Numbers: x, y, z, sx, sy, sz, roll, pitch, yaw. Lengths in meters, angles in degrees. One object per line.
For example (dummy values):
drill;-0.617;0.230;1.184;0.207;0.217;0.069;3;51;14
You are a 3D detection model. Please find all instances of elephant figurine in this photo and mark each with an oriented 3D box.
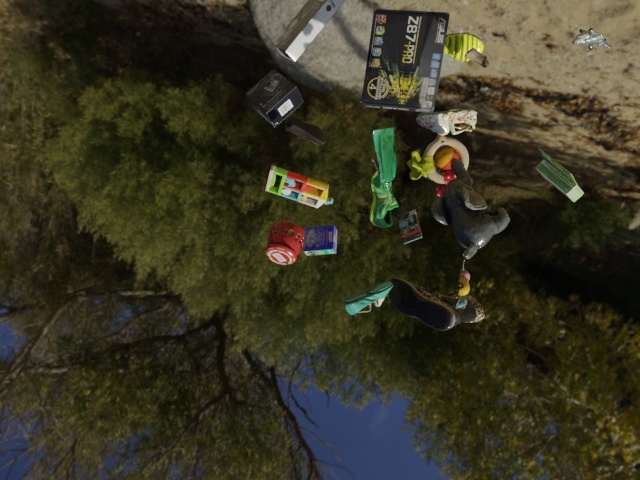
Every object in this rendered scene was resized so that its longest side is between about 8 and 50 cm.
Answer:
elephant figurine;0.407;-0.101;1.243;0.239;0.169;0.186;52;-167;-1

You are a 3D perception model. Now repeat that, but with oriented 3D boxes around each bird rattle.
bird rattle;0.441;-0.261;1.534;0.253;0.207;0.143;33;-169;5

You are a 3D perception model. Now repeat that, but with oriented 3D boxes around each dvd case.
dvd case;0.359;-0.055;1.732;0.087;0.119;0.013;-25;160;39

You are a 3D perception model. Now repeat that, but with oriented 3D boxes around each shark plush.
shark plush;1.112;-0.815;1.762;0.161;0.067;0.073;8;-158;-21

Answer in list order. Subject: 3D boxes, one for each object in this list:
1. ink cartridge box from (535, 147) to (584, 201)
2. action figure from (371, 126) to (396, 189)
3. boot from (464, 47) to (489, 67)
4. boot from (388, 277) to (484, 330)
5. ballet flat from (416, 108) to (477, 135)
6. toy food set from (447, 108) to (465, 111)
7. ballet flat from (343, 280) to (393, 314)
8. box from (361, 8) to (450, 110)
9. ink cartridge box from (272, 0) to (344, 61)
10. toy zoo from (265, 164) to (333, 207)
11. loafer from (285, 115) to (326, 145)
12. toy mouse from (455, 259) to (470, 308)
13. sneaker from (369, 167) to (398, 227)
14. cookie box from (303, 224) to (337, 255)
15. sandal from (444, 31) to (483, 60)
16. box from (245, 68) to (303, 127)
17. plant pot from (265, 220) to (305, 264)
ink cartridge box;0.894;-0.246;1.630;0.235;0.056;0.171;16;-147;-47
action figure;0.242;-0.305;1.626;0.137;0.232;0.063;-19;-161;-37
boot;0.624;-0.716;1.696;0.087;0.042;0.118;48;-133;9
boot;0.509;0.272;1.908;0.284;0.138;0.377;2;-166;-36
ballet flat;0.419;-0.382;1.396;0.241;0.077;0.091;-12;-177;-24
toy food set;0.500;-0.456;1.554;0.083;0.020;0.082;12;-177;26
ballet flat;0.216;0.260;1.883;0.247;0.087;0.083;-21;-169;-19
box;0.358;-0.763;1.841;0.318;0.395;0.097;10;-172;11
ink cartridge box;-0.035;-0.834;1.618;0.065;0.333;0.165;37;-172;-38
toy zoo;-0.083;-0.218;1.840;0.293;0.030;0.192;18;157;-6
loafer;-0.074;-0.525;2.082;0.220;0.078;0.080;27;-125;-17
toy mouse;0.411;0.142;1.240;0.031;0.161;0.143;7;152;17
sneaker;0.290;-0.192;1.882;0.123;0.295;0.109;24;-141;37
cookie box;0.000;0.000;1.449;0.107;0.092;0.040;-5;155;20
sandal;0.610;-0.938;2.037;0.317;0.126;0.138;12;-137;6
box;-0.180;-0.556;1.678;0.158;0.156;0.093;45;176;29
plant pot;-0.186;0.020;2.244;0.191;0.191;0.174;18;-125;-5
